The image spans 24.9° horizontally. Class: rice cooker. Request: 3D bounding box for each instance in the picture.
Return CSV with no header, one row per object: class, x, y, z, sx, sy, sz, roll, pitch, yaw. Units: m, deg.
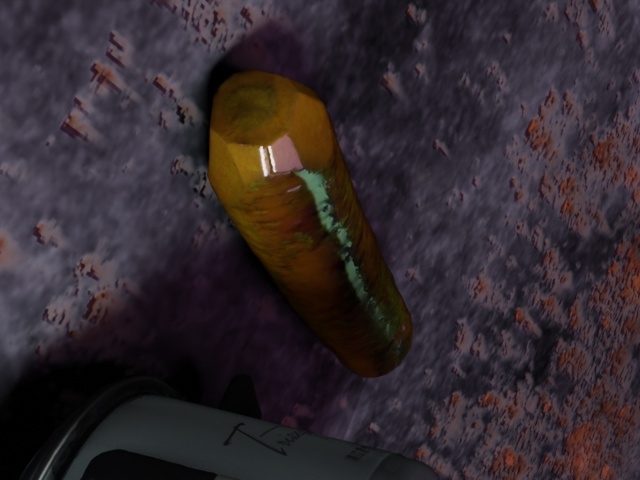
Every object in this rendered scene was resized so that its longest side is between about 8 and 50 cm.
rice cooker,-0.059,0.196,0.715,0.241,0.227,0.281,78,29,-53

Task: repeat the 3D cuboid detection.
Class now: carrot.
carrot,0.000,0.000,0.797,0.070,0.070,0.260,-52,149,-14
